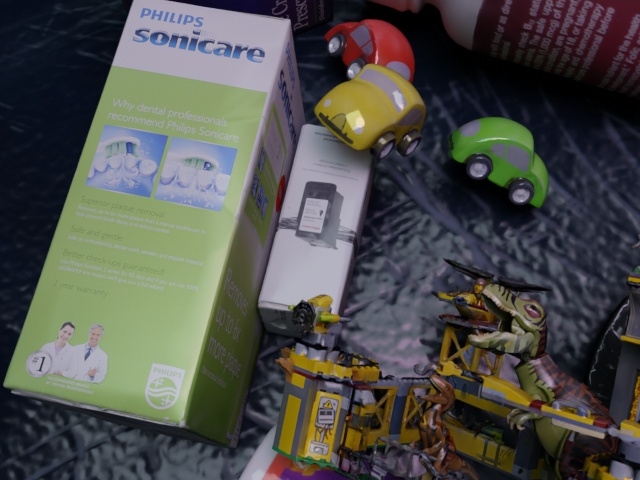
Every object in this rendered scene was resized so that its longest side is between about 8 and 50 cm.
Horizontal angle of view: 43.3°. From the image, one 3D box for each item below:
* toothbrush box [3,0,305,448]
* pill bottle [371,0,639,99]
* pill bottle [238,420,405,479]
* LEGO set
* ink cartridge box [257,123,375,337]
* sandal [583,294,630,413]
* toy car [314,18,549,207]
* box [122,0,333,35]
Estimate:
[{"bbox_3d":[-0.100,-0.001,0.609,0.122,0.206,0.283,10,72,6],"label":"toothbrush box"},{"bbox_3d":[0.233,-0.245,0.664,0.392,0.224,0.224,18,74,8],"label":"pill bottle"},{"bbox_3d":[0.032,0.218,0.583,0.193,0.108,0.108,28,75,11],"label":"pill bottle"},{"bbox_3d":[0.138,0.070,0.496,0.254,0.331,0.192,10,92,-36],"label":"LEGO set"},{"bbox_3d":[0.000,0.000,0.654,0.063,0.109,0.151,12,73,5],"label":"ink cartridge box"},{"bbox_3d":[0.273,0.238,0.566,0.167,0.107,0.446,7,72,5],"label":"sandal"},{"bbox_3d":[0.105,-0.104,0.671,0.225,0.239,0.053,28,118,-12],"label":"toy car"},{"bbox_3d":[-0.092,-0.259,0.663,0.184,0.261,0.103,-21,72,-4],"label":"box"}]
